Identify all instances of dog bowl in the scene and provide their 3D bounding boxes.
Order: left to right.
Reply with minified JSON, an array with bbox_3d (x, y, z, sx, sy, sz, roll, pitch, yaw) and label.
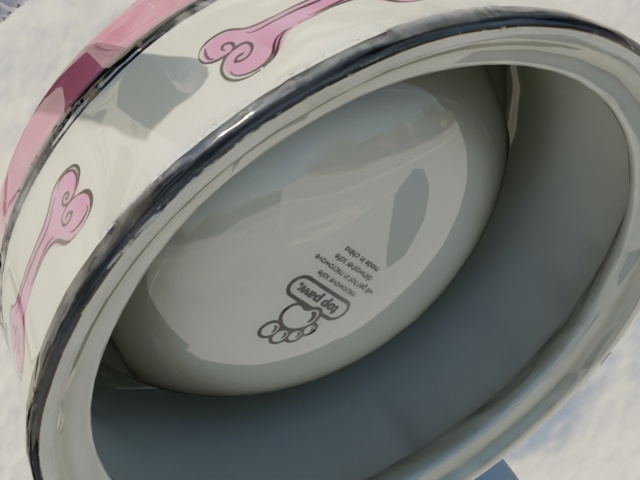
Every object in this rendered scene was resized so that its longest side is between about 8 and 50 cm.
[{"bbox_3d":[0.000,0.000,1.104,0.408,0.408,0.150,-17,50,-25],"label":"dog bowl"}]

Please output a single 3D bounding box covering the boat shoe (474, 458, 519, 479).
[{"bbox_3d":[0.053,0.133,1.686,0.136,0.156,0.367,-42,118,-20],"label":"boat shoe"}]

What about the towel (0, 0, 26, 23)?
[{"bbox_3d":[-0.249,-0.208,1.041,0.243,0.336,0.040,46,70,-12],"label":"towel"}]
